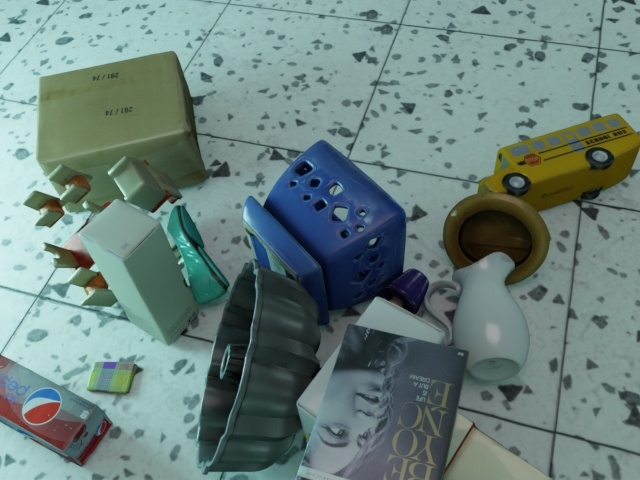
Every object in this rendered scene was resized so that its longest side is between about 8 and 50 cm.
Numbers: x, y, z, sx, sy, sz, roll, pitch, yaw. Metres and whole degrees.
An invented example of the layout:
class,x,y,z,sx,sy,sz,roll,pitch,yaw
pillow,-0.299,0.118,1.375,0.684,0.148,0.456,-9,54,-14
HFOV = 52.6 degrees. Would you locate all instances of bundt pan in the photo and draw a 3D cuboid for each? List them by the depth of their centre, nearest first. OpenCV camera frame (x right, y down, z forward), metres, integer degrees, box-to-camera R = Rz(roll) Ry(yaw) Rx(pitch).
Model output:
class,x,y,z,sx,sy,sz,roll,pitch,yaw
bundt pan,-0.092,0.200,1.012,0.124,0.331,0.331,15,53,-15

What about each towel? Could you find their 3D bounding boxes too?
class,x,y,z,sx,sy,sz,roll,pitch,yaw
towel,-0.378,0.248,1.176,0.083,0.009,0.060,1,55,8

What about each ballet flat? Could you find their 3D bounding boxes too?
class,x,y,z,sx,sy,sz,roll,pitch,yaw
ballet flat,-0.266,0.028,1.284,0.087,0.083,0.247,-35,55,-1

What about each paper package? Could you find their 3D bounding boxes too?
class,x,y,z,sx,sy,sz,roll,pitch,yaw
paper package,-0.442,-0.250,1.450,0.324,0.168,0.310,-14,53,-3

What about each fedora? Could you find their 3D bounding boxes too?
class,x,y,z,sx,sy,sz,roll,pitch,yaw
fedora,0.332,-0.009,1.222,0.194,0.194,0.079,18,23,18

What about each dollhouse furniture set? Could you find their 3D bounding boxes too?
class,x,y,z,sx,sy,sz,roll,pitch,yaw
dollhouse furniture set,-0.411,-0.036,1.274,0.259,0.135,0.262,-41,70,9

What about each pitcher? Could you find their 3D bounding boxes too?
class,x,y,z,sx,sy,sz,roll,pitch,yaw
pitcher,0.267,0.139,1.131,0.177,0.125,0.207,-21,45,26

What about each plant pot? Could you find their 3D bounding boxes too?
class,x,y,z,sx,sy,sz,roll,pitch,yaw
plant pot,0.000,0.000,1.176,0.212,0.236,0.236,-34,59,-17

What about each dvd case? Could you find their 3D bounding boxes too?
class,x,y,z,sx,sy,sz,roll,pitch,yaw
dvd case,0.081,0.216,0.799,0.164,0.018,0.221,11,56,16

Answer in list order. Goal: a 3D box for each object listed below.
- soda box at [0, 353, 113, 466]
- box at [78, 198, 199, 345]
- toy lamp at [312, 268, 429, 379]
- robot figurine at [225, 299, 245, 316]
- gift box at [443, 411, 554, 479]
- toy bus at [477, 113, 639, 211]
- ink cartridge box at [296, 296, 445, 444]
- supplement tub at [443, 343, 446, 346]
class,x,y,z,sx,sy,sz,roll,pitch,yaw
soda box,-0.497,0.284,1.116,0.263,0.083,0.092,20,58,20
box,-0.310,0.063,1.138,0.113,0.275,0.094,27,59,23
toy lamp,0.098,0.158,1.148,0.080,0.080,0.275,30,63,25
robot figurine,-0.119,0.126,1.201,0.115,0.067,0.101,27,33,23
gift box,0.190,0.387,0.874,0.258,0.276,0.255,32,76,21
toy bus,0.472,-0.144,1.309,0.332,0.108,0.130,-17,54,-7
ink cartridge box,0.078,0.245,0.963,0.117,0.278,0.201,28,61,23
supplement tub,0.189,0.205,1.109,0.071,0.071,0.107,-21,56,-9
